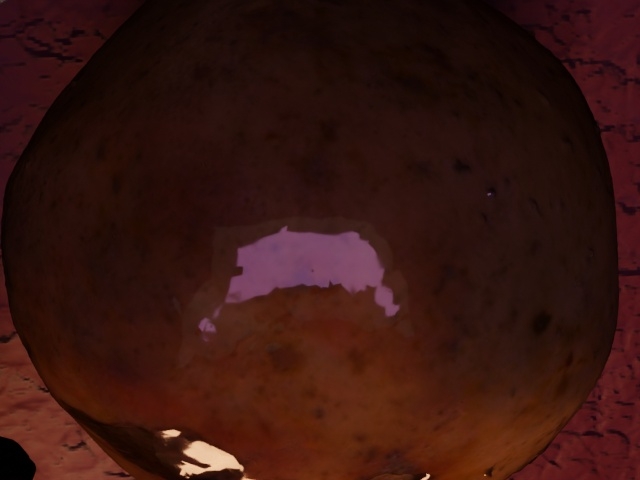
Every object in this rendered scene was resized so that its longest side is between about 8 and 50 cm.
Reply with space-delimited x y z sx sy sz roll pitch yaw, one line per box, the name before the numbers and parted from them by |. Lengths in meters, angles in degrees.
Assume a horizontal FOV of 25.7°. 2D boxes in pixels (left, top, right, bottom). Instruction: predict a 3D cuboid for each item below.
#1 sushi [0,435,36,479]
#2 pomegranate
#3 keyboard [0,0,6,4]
sushi | -0.314 0.184 0.693 0.294 0.281 0.299 26 97 -20
pomegranate | 0.000 0.000 0.644 0.281 0.281 0.281 -3 120 -5
keyboard | -0.110 -0.169 0.668 0.176 0.014 0.055 -28 120 10
